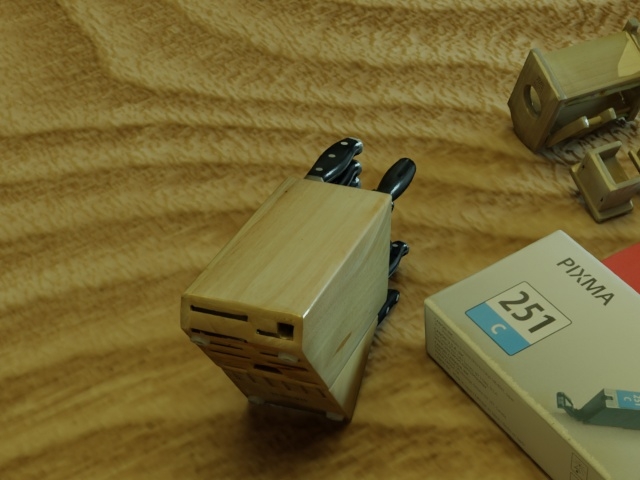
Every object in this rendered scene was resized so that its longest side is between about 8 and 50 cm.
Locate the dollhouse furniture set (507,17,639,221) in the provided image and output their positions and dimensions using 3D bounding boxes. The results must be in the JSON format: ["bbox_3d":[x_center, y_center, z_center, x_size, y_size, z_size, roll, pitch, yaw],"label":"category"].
[{"bbox_3d":[0.292,-0.106,1.316,0.182,0.101,0.161,-18,67,-16],"label":"dollhouse furniture set"}]

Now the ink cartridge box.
[{"bbox_3d":[0.265,0.093,1.078,0.261,0.066,0.296,-25,45,-21],"label":"ink cartridge box"}]

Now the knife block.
[{"bbox_3d":[0.000,0.000,1.085,0.088,0.275,0.242,9,72,16],"label":"knife block"}]
